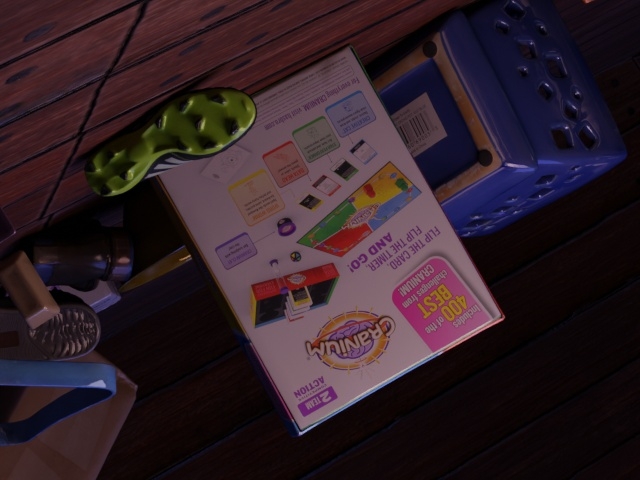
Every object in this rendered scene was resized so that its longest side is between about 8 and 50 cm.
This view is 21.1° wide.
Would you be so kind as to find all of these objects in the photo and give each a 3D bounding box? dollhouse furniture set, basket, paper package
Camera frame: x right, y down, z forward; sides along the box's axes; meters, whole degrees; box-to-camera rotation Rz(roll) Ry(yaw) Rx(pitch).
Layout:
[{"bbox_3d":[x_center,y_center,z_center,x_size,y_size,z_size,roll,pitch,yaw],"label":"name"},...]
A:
[{"bbox_3d":[-0.285,0.031,1.521,0.091,0.114,0.081,-32,-179,6],"label":"dollhouse furniture set"},{"bbox_3d":[-0.364,0.150,1.603,0.289,0.201,0.254,11,155,-32],"label":"basket"},{"bbox_3d":[-0.449,0.302,2.300,0.309,0.168,0.325,-14,-140,41],"label":"paper package"}]

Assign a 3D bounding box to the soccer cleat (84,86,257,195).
[{"bbox_3d":[-0.129,-0.092,1.509,0.179,0.060,0.072,-24,-171,24],"label":"soccer cleat"}]

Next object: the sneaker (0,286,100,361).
[{"bbox_3d":[-0.358,0.098,1.889,0.222,0.083,0.118,1,-173,-14],"label":"sneaker"}]

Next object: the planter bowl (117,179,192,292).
[{"bbox_3d":[-0.149,-0.034,1.893,0.217,0.090,0.217,-30,178,-1],"label":"planter bowl"}]

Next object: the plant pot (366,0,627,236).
[{"bbox_3d":[0.169,-0.135,1.969,0.236,0.236,0.212,-32,169,39],"label":"plant pot"}]

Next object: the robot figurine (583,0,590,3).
[{"bbox_3d":[0.319,-0.318,1.596,0.211,0.085,0.291,-30,177,-10],"label":"robot figurine"}]

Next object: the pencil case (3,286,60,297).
[{"bbox_3d":[-0.388,0.106,2.160,0.088,0.086,0.206,0,161,-29],"label":"pencil case"}]

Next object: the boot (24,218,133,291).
[{"bbox_3d":[-0.287,0.015,1.875,0.106,0.082,0.219,1,174,-25],"label":"boot"}]

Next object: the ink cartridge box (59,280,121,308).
[{"bbox_3d":[-0.334,0.076,2.355,0.099,0.056,0.135,-29,177,-4],"label":"ink cartridge box"}]

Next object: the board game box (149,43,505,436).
[{"bbox_3d":[0.000,0.000,1.711,0.242,0.317,0.064,-28,177,-11],"label":"board game box"}]
